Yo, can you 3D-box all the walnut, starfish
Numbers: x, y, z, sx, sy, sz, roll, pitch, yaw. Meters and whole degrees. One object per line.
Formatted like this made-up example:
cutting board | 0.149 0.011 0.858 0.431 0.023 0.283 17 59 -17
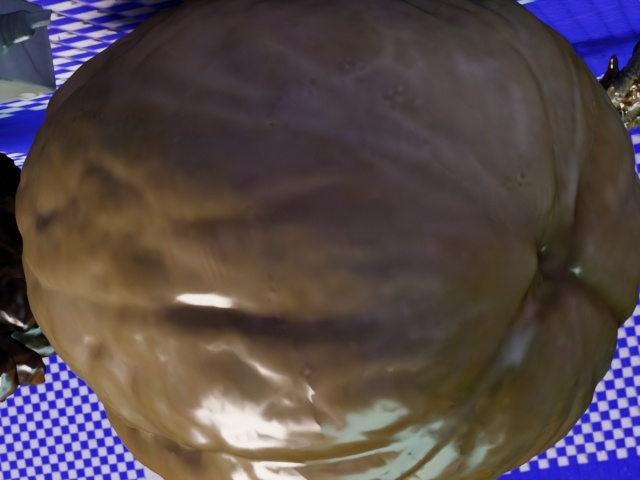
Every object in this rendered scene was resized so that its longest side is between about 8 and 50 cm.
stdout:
walnut | -0.001 0.002 0.719 0.277 0.252 0.313 -9 -172 -41
starfish | 0.217 -0.117 1.161 0.190 0.074 0.146 -12 173 2

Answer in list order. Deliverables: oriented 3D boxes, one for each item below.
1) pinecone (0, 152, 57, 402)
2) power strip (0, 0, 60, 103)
pinecone | -0.292 0.044 0.999 0.273 0.224 0.224 -14 180 -30
power strip | -0.279 -0.055 0.633 0.367 0.043 0.106 -10 178 14
